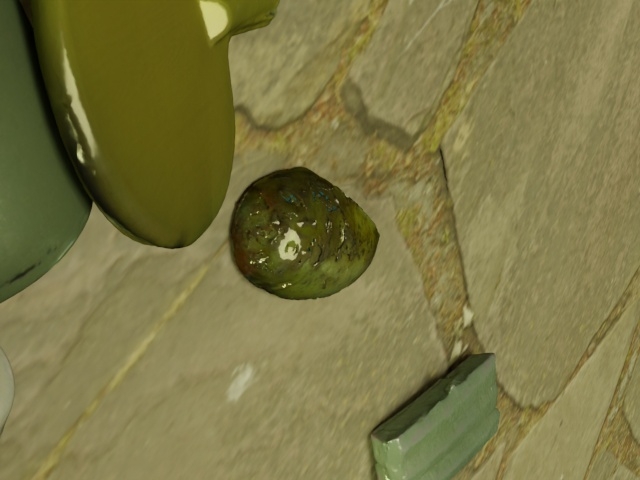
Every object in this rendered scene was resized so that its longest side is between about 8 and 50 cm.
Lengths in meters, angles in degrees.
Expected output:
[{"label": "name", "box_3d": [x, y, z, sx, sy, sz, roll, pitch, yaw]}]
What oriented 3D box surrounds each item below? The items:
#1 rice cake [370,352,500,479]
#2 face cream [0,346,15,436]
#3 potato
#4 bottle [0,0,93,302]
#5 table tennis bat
[{"label": "rice cake", "box_3d": [0.139, 0.220, 1.184, 0.237, 0.043, 0.127, -31, 122, -47]}, {"label": "face cream", "box_3d": [-0.227, 0.147, 0.525, 0.082, 0.082, 0.269, -25, 154, -49]}, {"label": "potato", "box_3d": [0.000, 0.000, 0.926, 0.198, 0.054, 0.119, 29, 73, -53]}, {"label": "bottle", "box_3d": [-0.236, -0.130, 0.461, 0.168, 0.168, 0.347, -47, 134, -37]}, {"label": "table tennis bat", "box_3d": [-0.089, -0.135, 0.649, 0.369, 0.054, 0.224, -65, 144, -63]}]
